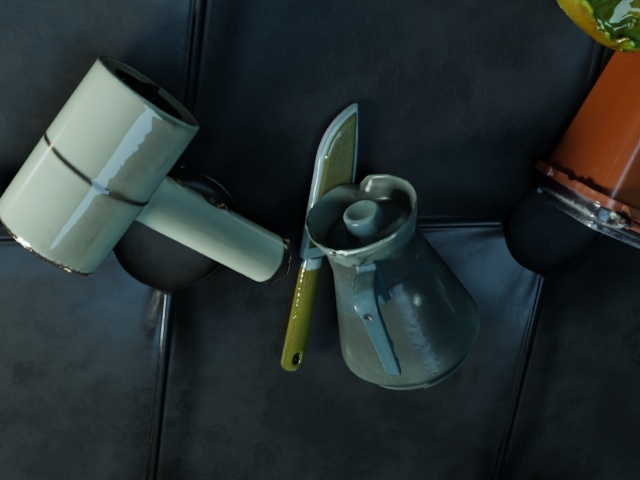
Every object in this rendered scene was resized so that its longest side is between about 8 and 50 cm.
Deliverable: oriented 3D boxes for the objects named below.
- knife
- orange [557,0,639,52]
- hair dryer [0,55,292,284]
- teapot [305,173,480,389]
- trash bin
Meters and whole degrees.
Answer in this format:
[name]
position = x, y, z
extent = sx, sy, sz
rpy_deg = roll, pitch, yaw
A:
[knife]
position = 0.001, 0.000, 1.584
extent = 0.061, 0.027, 0.343
rpy_deg = -7, 119, -35
[orange]
position = 0.357, -0.377, 1.420
extent = 0.262, 0.196, 0.335
rpy_deg = 13, 117, -43
[hair dryer]
position = -0.151, -0.033, 1.461
extent = 0.362, 0.128, 0.203
rpy_deg = 28, 103, -40
[teapot]
position = 0.078, 0.058, 1.537
extent = 0.171, 0.203, 0.225
rpy_deg = -13, 127, 16
[trash bin]
position = 0.389, -0.117, 1.590
extent = 0.161, 0.184, 0.239
rpy_deg = 20, 103, -30
